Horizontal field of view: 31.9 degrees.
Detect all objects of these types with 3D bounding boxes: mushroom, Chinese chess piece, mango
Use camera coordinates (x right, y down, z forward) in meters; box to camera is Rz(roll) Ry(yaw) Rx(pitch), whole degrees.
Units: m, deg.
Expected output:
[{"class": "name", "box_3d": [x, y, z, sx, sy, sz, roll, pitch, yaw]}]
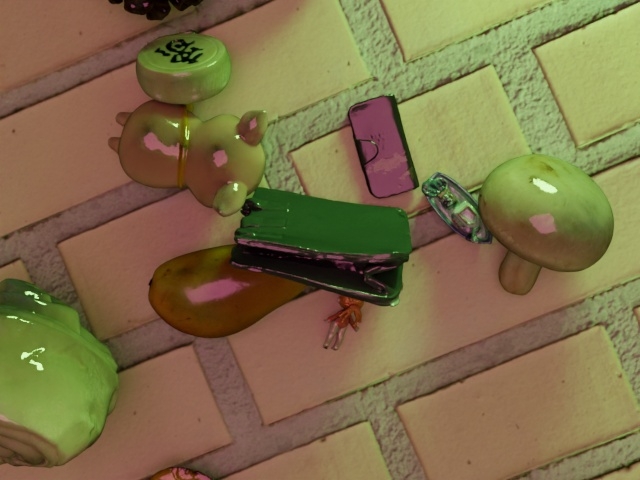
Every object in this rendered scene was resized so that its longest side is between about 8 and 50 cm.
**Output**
[{"class": "mushroom", "box_3d": [0.322, -0.015, 1.669, 0.207, 0.207, 0.215, 22, 127, 2]}, {"class": "Chinese chess piece", "box_3d": [-0.207, -0.263, 1.696, 0.144, 0.144, 0.058, -2, 127, 3]}, {"class": "mango", "box_3d": [-0.137, 0.076, 1.722, 0.254, 0.113, 0.138, -11, 88, -4]}]

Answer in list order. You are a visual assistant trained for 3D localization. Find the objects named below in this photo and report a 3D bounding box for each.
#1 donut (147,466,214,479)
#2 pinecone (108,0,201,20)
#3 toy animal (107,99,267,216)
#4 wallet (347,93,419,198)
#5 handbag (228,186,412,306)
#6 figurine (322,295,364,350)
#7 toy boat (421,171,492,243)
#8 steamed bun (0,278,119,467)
[{"class": "donut", "box_3d": [-0.208, 0.440, 1.757, 0.184, 0.073, 0.166, 42, 94, 2]}, {"class": "pinecone", "box_3d": [-0.262, -0.436, 1.663, 0.202, 0.201, 0.228, -35, 93, 0]}, {"class": "toy animal", "box_3d": [-0.202, -0.140, 1.703, 0.248, 0.149, 0.165, 14, 97, 15]}, {"class": "wallet", "box_3d": [0.097, -0.146, 1.746, 0.082, 0.018, 0.156, -14, 92, 4]}, {"class": "handbag", "box_3d": [0.000, 0.002, 1.641, 0.260, 0.247, 0.079, 9, 108, 2]}, {"class": "figurine", "box_3d": [0.037, 0.123, 1.748, 0.064, 0.047, 0.109, 18, 101, -27]}, {"class": "toy boat", "box_3d": [0.214, -0.046, 1.720, 0.059, 0.066, 0.140, -43, 91, 0]}, {"class": "steamed bun", "box_3d": [-0.470, 0.176, 1.620, 0.339, 0.352, 0.247, 5, 102, 6]}]
